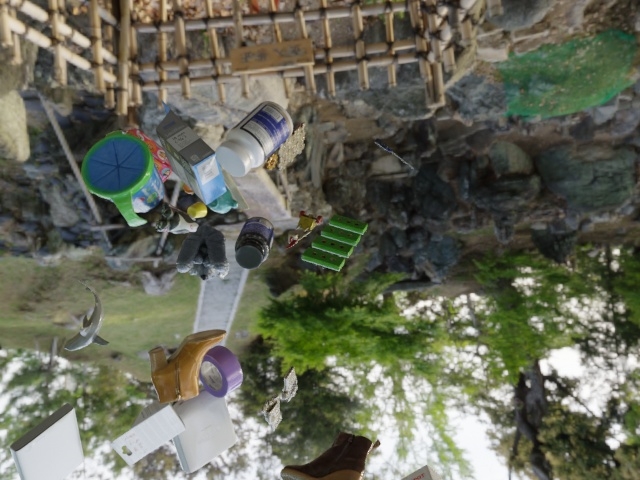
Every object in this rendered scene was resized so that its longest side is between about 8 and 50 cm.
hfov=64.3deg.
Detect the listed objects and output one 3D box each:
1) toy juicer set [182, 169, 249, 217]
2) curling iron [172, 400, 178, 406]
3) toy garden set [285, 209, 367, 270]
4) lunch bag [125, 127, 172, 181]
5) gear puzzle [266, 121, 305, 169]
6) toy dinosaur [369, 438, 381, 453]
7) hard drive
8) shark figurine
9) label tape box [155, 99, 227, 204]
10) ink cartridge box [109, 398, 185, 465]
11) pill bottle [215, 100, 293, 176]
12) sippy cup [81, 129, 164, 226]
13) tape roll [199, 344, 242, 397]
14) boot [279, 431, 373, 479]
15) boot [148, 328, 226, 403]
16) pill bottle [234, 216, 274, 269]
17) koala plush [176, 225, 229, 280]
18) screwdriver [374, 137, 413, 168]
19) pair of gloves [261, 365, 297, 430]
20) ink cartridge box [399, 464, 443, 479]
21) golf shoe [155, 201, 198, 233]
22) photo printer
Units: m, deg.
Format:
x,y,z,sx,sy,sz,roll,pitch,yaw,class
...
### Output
x,y,z,sx,sy,sz,roll,pitch,yaw,class
-0.439,-0.213,2.141,0.329,0.209,0.089,-7,-168,31,toy juicer set
-0.677,0.762,2.447,0.068,0.273,0.035,25,125,-22,curling iron
0.000,0.000,1.455,0.204,0.049,0.244,17,-145,16,toy garden set
-0.904,-0.395,2.559,0.293,0.120,0.258,37,130,-25,lunch bag
-0.177,-0.446,2.512,0.044,0.175,0.339,24,-131,18,gear puzzle
0.182,0.960,2.291,0.212,0.112,0.064,-37,167,-15,toy dinosaur
-0.897,0.708,1.689,0.040,0.307,0.203,26,-143,20,hard drive
-0.879,0.300,1.926,0.167,0.277,0.116,15,178,11,shark figurine
-0.500,-0.320,1.865,0.106,0.334,0.240,-39,157,-20,label tape box
-0.638,0.702,1.880,0.233,0.189,0.066,-28,-136,-17,ink cartridge box
-0.225,-0.342,1.725,0.153,0.153,0.264,-7,-143,50,pill bottle
-0.654,-0.209,1.752,0.240,0.305,0.224,17,162,12,sippy cup
-0.398,0.513,1.996,0.189,0.188,0.080,-6,-167,42,tape roll
0.022,0.680,1.563,0.249,0.090,0.207,3,-151,23,boot
-0.463,0.458,1.848,0.296,0.211,0.104,-17,-170,-18,boot
-0.234,0.010,1.798,0.123,0.122,0.219,-5,-155,5,pill bottle
-0.445,0.077,1.996,0.197,0.203,0.221,1,144,-4,koala plush
0.264,-0.309,1.805,0.024,0.170,0.025,-46,167,-48,screwdriver
-0.169,0.669,2.173,0.042,0.240,0.204,19,145,21,pair of gloves
0.323,0.889,1.601,0.198,0.114,0.272,-36,-150,11,ink cartridge box
-0.509,-0.064,1.787,0.120,0.105,0.273,18,-177,-23,golf shoe
-0.497,0.770,2.123,0.256,0.307,0.107,-24,-156,-35,photo printer
